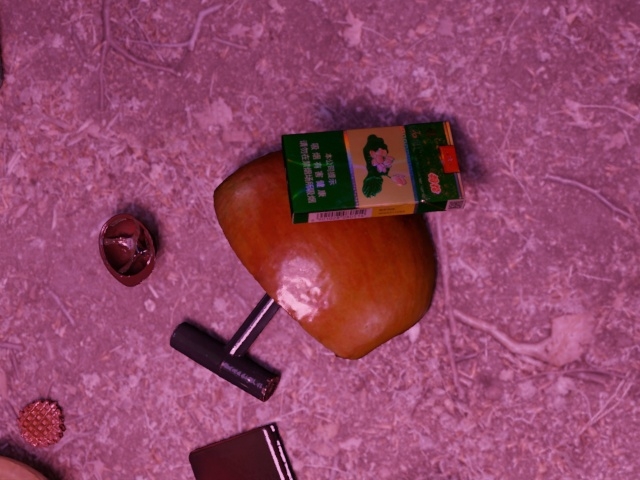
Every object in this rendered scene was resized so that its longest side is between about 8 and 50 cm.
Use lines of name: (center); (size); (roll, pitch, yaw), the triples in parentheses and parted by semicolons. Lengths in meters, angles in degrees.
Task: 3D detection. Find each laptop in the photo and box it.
laptop: (-0.100, 0.391, 1.876); (0.154, 0.026, 0.207); (-22, 85, 21)

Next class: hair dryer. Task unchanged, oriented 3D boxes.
hair dryer: (-0.112, 0.113, 1.854); (0.173, 0.050, 0.195); (27, 97, 15)

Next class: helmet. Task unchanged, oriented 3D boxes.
helmet: (-0.279, 0.015, 1.895); (0.089, 0.057, 0.111); (-30, 78, 15)

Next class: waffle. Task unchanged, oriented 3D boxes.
waffle: (-0.439, 0.288, 1.984); (0.083, 0.029, 0.075); (-14, 89, 17)

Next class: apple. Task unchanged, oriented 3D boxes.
apple: (0.000, 0.000, 1.764); (0.346, 0.254, 0.179); (47, 149, 12)

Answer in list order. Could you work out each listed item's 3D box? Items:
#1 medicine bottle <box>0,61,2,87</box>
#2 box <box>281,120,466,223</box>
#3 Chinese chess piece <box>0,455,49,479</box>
medicine bottle: (-0.542, -0.270, 1.970); (0.090, 0.053, 0.209); (-4, 92, 19)
box: (0.070, -0.093, 1.702); (0.235, 0.034, 0.132); (-4, 59, -6)
Chinese chess piece: (-0.524, 0.487, 1.880); (0.338, 0.140, 0.338); (3, 55, -4)
